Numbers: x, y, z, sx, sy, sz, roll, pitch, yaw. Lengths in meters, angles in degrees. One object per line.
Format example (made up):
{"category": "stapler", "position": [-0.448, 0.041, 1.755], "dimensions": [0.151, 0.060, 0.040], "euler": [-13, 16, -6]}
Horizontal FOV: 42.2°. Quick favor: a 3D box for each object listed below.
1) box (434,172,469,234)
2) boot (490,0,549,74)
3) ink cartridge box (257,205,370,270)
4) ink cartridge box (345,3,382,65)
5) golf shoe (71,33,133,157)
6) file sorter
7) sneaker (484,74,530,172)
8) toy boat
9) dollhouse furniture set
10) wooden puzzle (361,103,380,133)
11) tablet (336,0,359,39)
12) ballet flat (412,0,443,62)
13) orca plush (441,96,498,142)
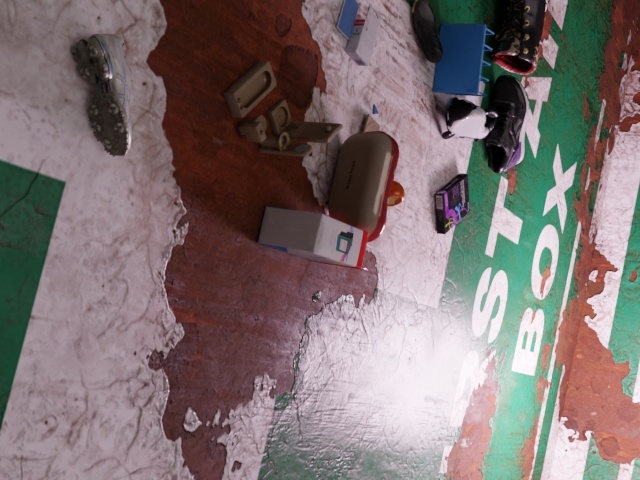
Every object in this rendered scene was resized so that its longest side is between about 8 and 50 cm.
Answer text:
{"category": "box", "position": [0.359, -0.101, 2.250], "dimensions": [0.162, 0.029, 0.116], "euler": [-39, 129, -48]}
{"category": "boot", "position": [0.545, -0.649, 2.310], "dimensions": [0.377, 0.138, 0.284], "euler": [19, 82, -62]}
{"category": "ink cartridge box", "position": [0.000, 0.000, 1.627], "dimensions": [0.231, 0.134, 0.078], "euler": [20, 81, -58]}
{"category": "ink cartridge box", "position": [0.092, -0.435, 1.757], "dimensions": [0.063, 0.029, 0.115], "euler": [33, 69, -55]}
{"category": "golf shoe", "position": [-0.291, -0.211, 1.195], "dimensions": [0.086, 0.069, 0.176], "euler": [-41, 131, -53]}
{"category": "file sorter", "position": [0.366, -0.451, 2.094], "dimensions": [0.104, 0.118, 0.170], "euler": [-3, 100, -60]}
{"category": "sneaker", "position": [0.531, -0.329, 2.394], "dimensions": [0.124, 0.107, 0.283], "euler": [-34, 126, -41]}
{"category": "toy boat", "position": [0.115, -0.107, 1.744], "dimensions": [0.151, 0.151, 0.231], "euler": [17, 84, -38]}
{"category": "dollhouse furniture set", "position": [-0.063, -0.231, 1.481], "dimensions": [0.144, 0.123, 0.151], "euler": [-51, 137, -37]}
{"category": "wooden puzzle", "position": [0.108, -0.237, 1.847], "dimensions": [0.078, 0.014, 0.116], "euler": [47, 59, -56]}
{"category": "tablet", "position": [0.056, -0.464, 1.715], "dimensions": [0.054, 0.006, 0.083], "euler": [31, 71, -55]}
{"category": "ballet flat", "position": [0.250, -0.500, 1.981], "dimensions": [0.057, 0.049, 0.173], "euler": [-25, 129, -2]}
{"category": "orca plush", "position": [0.391, -0.338, 2.177], "dimensions": [0.287, 0.151, 0.102], "euler": [-5, 71, -54]}
